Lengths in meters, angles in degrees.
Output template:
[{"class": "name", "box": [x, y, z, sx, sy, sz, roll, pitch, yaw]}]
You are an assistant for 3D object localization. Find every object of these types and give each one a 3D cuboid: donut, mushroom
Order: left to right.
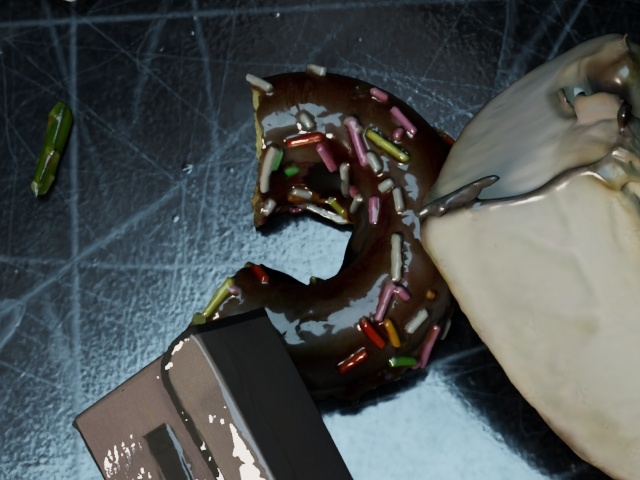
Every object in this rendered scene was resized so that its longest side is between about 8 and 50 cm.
[{"class": "donut", "box": [0.023, 0.000, 1.558, 0.259, 0.136, 0.345, 12, 75, 10]}, {"class": "mushroom", "box": [0.287, 0.036, 1.503, 0.224, 0.313, 0.397, -27, 106, 22]}]

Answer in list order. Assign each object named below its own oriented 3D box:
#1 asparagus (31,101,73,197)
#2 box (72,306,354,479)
[{"class": "asparagus", "box": [-0.285, -0.093, 1.664, 0.025, 0.021, 0.108, 11, 74, 11]}, {"class": "box", "box": [-0.078, 0.211, 1.389, 0.153, 0.188, 0.252, -32, 83, 17]}]
